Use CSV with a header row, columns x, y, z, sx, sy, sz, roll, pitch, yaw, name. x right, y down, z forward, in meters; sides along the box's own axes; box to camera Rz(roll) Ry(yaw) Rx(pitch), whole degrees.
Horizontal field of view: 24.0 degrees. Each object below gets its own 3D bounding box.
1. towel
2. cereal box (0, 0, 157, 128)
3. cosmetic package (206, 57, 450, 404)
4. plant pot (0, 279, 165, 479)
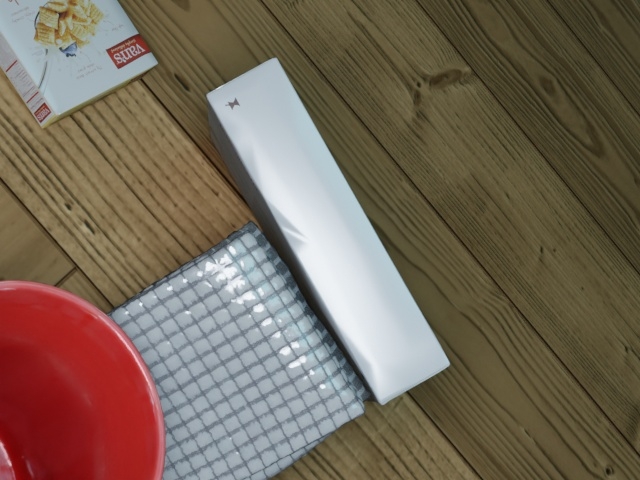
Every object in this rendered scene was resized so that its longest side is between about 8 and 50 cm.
x,y,z,sx,sy,sz,roll,pitch,yaw,name
-0.125,0.146,1.563,0.235,0.283,0.121,57,9,-8,towel
-0.318,-0.266,1.748,0.173,0.047,0.240,-36,93,-43,cereal box
0.000,0.000,1.711,0.097,0.284,0.377,-29,88,-3,cosmetic package
-0.314,0.203,1.387,0.275,0.243,0.275,17,59,-30,plant pot
